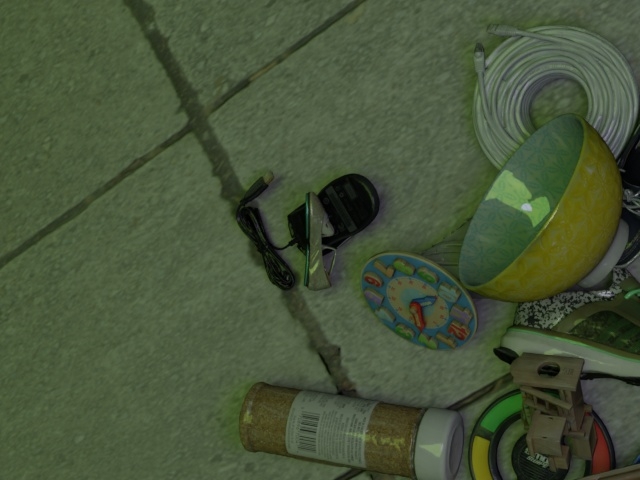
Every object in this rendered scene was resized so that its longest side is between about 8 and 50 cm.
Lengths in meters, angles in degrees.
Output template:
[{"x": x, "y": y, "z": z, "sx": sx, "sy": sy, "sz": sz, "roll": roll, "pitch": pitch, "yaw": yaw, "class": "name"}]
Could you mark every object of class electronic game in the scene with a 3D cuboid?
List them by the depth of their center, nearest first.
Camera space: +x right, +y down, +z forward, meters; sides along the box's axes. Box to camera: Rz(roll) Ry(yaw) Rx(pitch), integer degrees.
[{"x": 0.342, "y": 0.341, "z": 1.817, "sx": 0.229, "sy": 0.048, "sz": 0.229, "roll": -1, "pitch": 89, "yaw": 22, "class": "electronic game"}]

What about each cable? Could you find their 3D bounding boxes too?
[{"x": 0.361, "y": -0.203, "z": 1.799, "sx": 0.257, "sy": 0.089, "sz": 0.257, "roll": 5, "pitch": 92, "yaw": 22, "class": "cable"}]

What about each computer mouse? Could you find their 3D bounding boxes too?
[{"x": -0.020, "y": -0.055, "z": 1.965, "sx": 0.262, "sy": 0.060, "sz": 0.184, "roll": -40, "pitch": 80, "yaw": 28, "class": "computer mouse"}]

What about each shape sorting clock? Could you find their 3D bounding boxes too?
[{"x": 0.152, "y": 0.098, "z": 1.841, "sx": 0.206, "sy": 0.040, "sz": 0.206, "roll": 19, "pitch": 140, "yaw": 17, "class": "shape sorting clock"}]

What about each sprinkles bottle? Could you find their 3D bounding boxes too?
[{"x": 0.049, "y": 0.311, "z": 1.894, "sx": 0.355, "sy": 0.121, "sz": 0.121, "roll": 6, "pitch": 91, "yaw": 22, "class": "sprinkles bottle"}]

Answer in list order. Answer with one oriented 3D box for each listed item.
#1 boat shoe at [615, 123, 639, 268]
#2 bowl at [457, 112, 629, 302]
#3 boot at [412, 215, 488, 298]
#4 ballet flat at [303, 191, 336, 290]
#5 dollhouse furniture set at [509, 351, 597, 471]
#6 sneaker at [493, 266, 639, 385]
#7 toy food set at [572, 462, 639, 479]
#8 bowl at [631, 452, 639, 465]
[{"x": 0.467, "y": -0.080, "z": 1.709, "sx": 0.095, "sy": 0.079, "sz": 0.254, "roll": 29, "pitch": 101, "yaw": 25, "class": "boat shoe"}, {"x": 0.341, "y": -0.019, "z": 1.657, "sx": 0.156, "sy": 0.289, "sz": 0.289, "roll": 31, "pitch": 102, "yaw": -12, "class": "bowl"}, {"x": 0.218, "y": 0.024, "z": 1.862, "sx": 0.258, "sy": 0.095, "sz": 0.123, "roll": 1, "pitch": 58, "yaw": 35, "class": "boot"}, {"x": 0.000, "y": 0.000, "z": 1.908, "sx": 0.052, "sy": 0.057, "sz": 0.168, "roll": 1, "pitch": 107, "yaw": -1, "class": "ballet flat"}, {"x": 0.323, "y": 0.284, "z": 1.683, "sx": 0.101, "sy": 0.161, "sz": 0.182, "roll": 4, "pitch": 133, "yaw": 26, "class": "dollhouse furniture set"}, {"x": 0.467, "y": 0.121, "z": 1.729, "sx": 0.410, "sy": 0.158, "sz": 0.182, "roll": 6, "pitch": 80, "yaw": 18, "class": "sneaker"}, {"x": 0.501, "y": 0.411, "z": 1.607, "sx": 0.306, "sy": 0.092, "sz": 0.219, "roll": -13, "pitch": 84, "yaw": -1, "class": "toy food set"}, {"x": 0.624, "y": 0.434, "z": 1.689, "sx": 0.391, "sy": 0.077, "sz": 0.391, "roll": -1, "pitch": 89, "yaw": 21, "class": "bowl"}]
